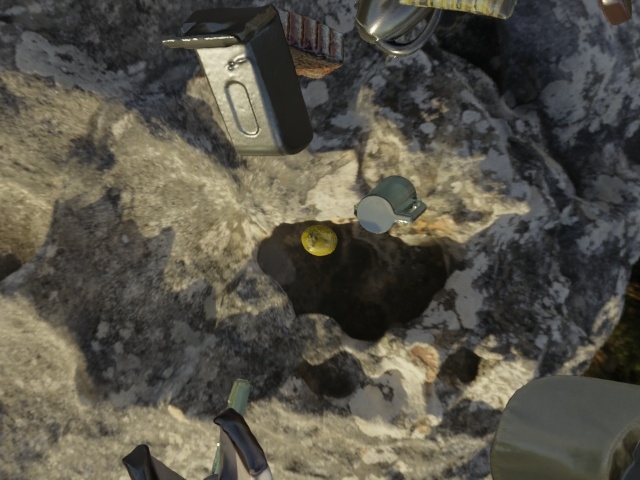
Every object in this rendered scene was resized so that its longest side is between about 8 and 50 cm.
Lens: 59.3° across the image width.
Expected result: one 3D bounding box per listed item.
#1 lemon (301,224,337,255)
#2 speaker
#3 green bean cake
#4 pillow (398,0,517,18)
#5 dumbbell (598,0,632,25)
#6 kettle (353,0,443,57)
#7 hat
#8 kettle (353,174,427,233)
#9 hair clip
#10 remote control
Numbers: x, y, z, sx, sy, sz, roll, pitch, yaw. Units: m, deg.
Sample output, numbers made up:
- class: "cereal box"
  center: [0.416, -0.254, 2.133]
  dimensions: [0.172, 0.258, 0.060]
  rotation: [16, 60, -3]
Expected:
- class: "lemon"
  center: [0.000, 0.000, 1.507]
  dimensions: [0.110, 0.082, 0.082]
  rotation: [12, 92, -41]
- class: "speaker"
  center: [-0.151, -0.293, 1.129]
  dimensions: [0.180, 0.388, 0.184]
  rotation: [2, 54, 17]
- class: "green bean cake"
  center: [-0.073, -0.466, 1.350]
  dimensions: [0.232, 0.198, 0.097]
  rotation: [6, 83, -32]
- class: "pillow"
  center: [0.257, -0.462, 0.910]
  dimensions: [0.212, 0.052, 0.208]
  rotation: [27, 87, 35]
- class: "dumbbell"
  center: [0.559, -0.447, 0.893]
  dimensions: [0.140, 0.225, 0.124]
  rotation: [20, 66, -48]
- class: "kettle"
  center: [0.245, -0.712, 1.712]
  dimensions: [0.268, 0.207, 0.290]
  rotation: [48, 113, 14]
- class: "hat"
  center: [0.319, 0.261, 0.596]
  dimensions: [0.214, 0.244, 0.149]
  rotation: [-52, 129, -42]
- class: "kettle"
  center: [0.157, -0.072, 1.247]
  dimensions: [0.127, 0.148, 0.098]
  rotation: [39, 122, 7]
- class: "hair clip"
  center: [-0.087, 0.288, 0.564]
  dimensions: [0.101, 0.085, 0.331]
  rotation: [-32, 140, -23]
- class: "remote control"
  center: [-0.191, 0.408, 1.178]
  dimensions: [0.038, 0.098, 0.233]
  rotation: [15, 73, -9]
